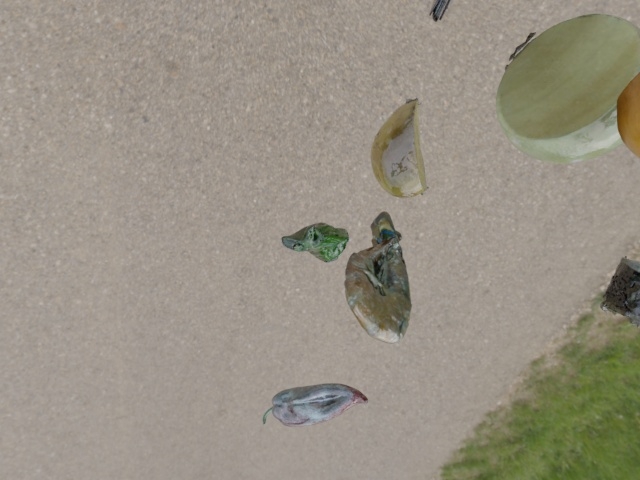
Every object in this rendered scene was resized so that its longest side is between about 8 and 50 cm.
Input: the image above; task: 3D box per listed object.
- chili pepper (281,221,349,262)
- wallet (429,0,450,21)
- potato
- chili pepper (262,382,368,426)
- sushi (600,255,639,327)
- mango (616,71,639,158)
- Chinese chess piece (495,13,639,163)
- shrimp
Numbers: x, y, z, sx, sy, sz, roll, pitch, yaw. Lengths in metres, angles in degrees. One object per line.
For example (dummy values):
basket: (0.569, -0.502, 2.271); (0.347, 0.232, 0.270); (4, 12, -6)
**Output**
chili pepper: (-0.001, -0.002, 0.901); (0.098, 0.060, 0.224); (-17, 165, 13)
wallet: (0.287, -0.574, 0.866); (0.045, 0.172, 0.318); (26, 148, -1)
potato: (0.183, -0.217, 1.159); (0.138, 0.098, 0.243); (-2, 107, 25)
chili pepper: (-0.013, 0.223, 0.641); (0.153, 0.041, 0.050); (-14, 91, 20)
sushi: (0.619, 0.103, 0.903); (0.213, 0.147, 0.114); (8, 113, -40)
mango: (0.419, -0.140, 0.427); (0.201, 0.350, 0.198); (10, 83, -10)
Chinese chess piece: (0.392, -0.235, 0.734); (0.092, 0.237, 0.238); (22, 124, -38)
shrimp: (0.157, 0.085, 1.286); (0.221, 0.445, 0.110); (36, 127, -19)
